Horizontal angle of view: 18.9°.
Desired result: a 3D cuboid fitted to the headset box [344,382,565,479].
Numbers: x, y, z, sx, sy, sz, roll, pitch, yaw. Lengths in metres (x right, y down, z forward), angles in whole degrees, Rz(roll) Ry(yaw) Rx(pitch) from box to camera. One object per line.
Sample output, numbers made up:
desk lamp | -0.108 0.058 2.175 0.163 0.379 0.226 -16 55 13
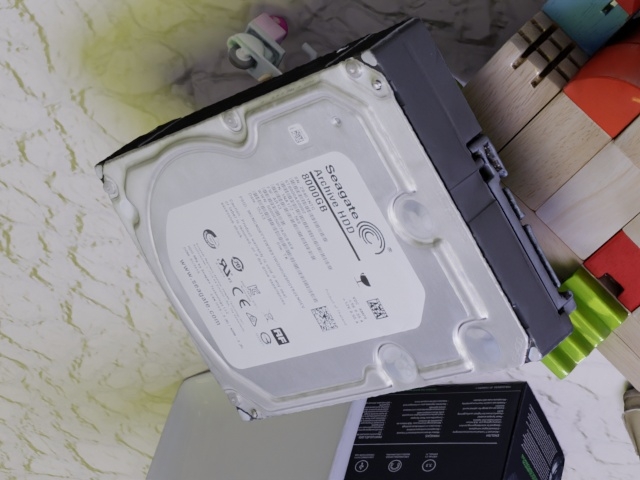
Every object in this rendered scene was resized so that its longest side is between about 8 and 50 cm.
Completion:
headset box | 0.065 0.279 1.711 0.246 0.283 0.131 -5 137 26

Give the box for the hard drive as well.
hard drive | 0.000 0.000 1.355 0.339 0.064 0.237 -17 107 49

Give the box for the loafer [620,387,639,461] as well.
loafer | 0.303 0.183 1.686 0.056 0.050 0.148 -9 136 30

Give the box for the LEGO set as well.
LEGO set | -0.048 -0.062 1.508 0.132 0.107 0.287 55 146 8

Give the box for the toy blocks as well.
toy blocks | 0.242 -0.048 1.292 0.381 0.191 0.261 45 137 2

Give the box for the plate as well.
plate | -0.065 0.227 1.683 0.045 0.278 0.277 37 145 -30
